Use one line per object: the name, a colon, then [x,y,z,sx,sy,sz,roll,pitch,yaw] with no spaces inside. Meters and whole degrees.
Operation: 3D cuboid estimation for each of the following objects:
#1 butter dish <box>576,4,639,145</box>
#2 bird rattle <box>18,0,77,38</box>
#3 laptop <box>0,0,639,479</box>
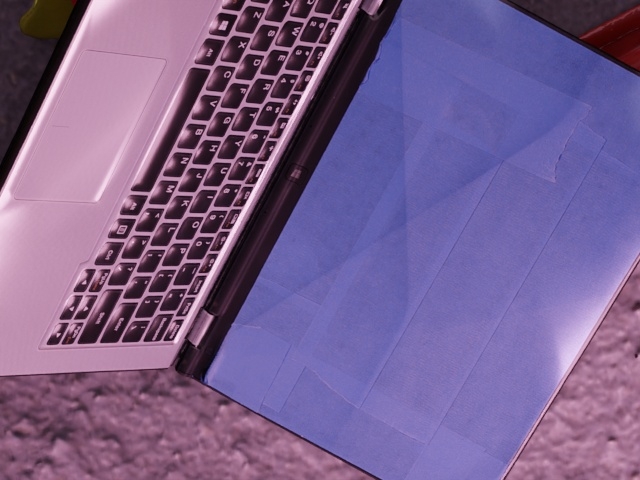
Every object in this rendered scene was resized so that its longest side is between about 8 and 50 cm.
butter dish: [0.241,-0.085,1.482,0.160,0.118,0.160,-28,95,1]
bird rattle: [-0.132,-0.234,1.411,0.207,0.253,0.143,-34,98,-23]
laptop: [0.000,0.000,1.381,0.236,0.408,0.382,42,115,32]
